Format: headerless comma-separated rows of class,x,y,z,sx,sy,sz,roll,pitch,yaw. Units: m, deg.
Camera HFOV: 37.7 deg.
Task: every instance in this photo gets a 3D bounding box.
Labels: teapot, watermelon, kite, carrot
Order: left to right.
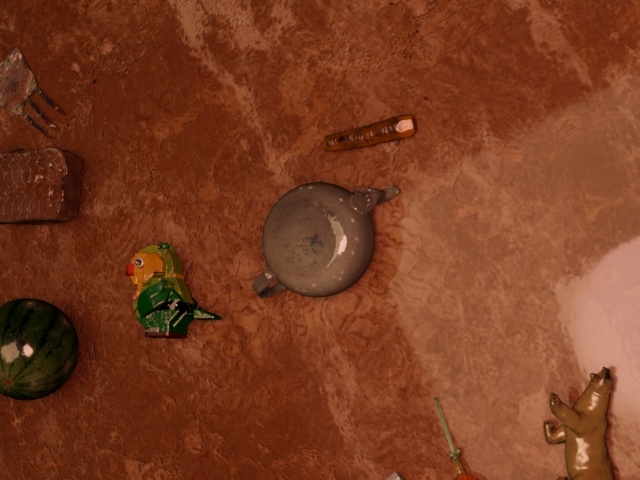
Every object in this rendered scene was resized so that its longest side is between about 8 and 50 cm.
kite,-0.606,-0.300,1.940,0.229,0.016,0.127,39,104,23
watermelon,-0.550,0.197,1.780,0.188,0.214,0.188,4,126,6
teapot,0.000,0.000,1.576,0.294,0.129,0.193,-42,70,17
carrot,0.081,-0.181,1.602,0.171,0.042,0.042,-9,81,25

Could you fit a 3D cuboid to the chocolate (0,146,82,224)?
chocolate,-0.559,-0.104,1.856,0.214,0.093,0.148,0,86,25

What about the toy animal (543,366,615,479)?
toy animal,0.391,0.301,1.395,0.101,0.103,0.218,-5,80,5

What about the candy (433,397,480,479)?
candy,0.213,0.339,1.497,0.056,0.049,0.184,-15,70,-8

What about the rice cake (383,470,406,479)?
rice cake,0.163,0.454,1.506,0.042,0.030,0.180,-42,70,10

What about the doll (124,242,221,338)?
doll,-0.279,0.094,1.702,0.134,0.106,0.186,-32,72,12
